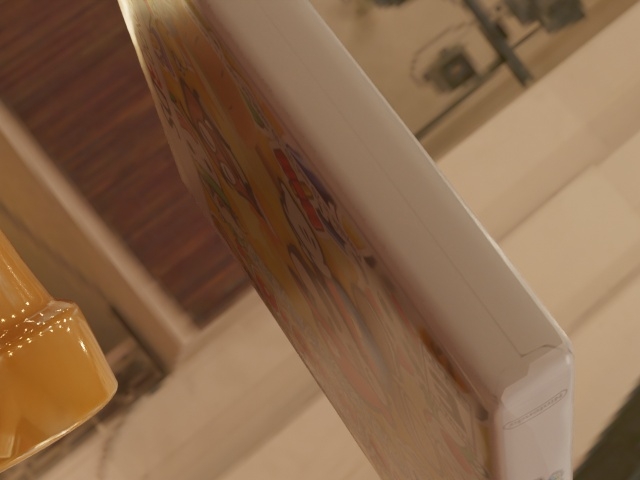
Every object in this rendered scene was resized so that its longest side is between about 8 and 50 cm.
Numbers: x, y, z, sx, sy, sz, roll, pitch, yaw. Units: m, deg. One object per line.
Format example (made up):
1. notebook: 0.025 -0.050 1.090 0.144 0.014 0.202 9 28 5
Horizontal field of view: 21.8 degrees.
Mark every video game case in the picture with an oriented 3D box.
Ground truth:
1. video game case: 0.000 0.000 0.481 0.227 0.026 0.206 54 -11 29

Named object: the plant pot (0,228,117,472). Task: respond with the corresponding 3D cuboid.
1. plant pot: -0.241 0.039 0.902 0.205 0.205 0.188 -8 -73 66
